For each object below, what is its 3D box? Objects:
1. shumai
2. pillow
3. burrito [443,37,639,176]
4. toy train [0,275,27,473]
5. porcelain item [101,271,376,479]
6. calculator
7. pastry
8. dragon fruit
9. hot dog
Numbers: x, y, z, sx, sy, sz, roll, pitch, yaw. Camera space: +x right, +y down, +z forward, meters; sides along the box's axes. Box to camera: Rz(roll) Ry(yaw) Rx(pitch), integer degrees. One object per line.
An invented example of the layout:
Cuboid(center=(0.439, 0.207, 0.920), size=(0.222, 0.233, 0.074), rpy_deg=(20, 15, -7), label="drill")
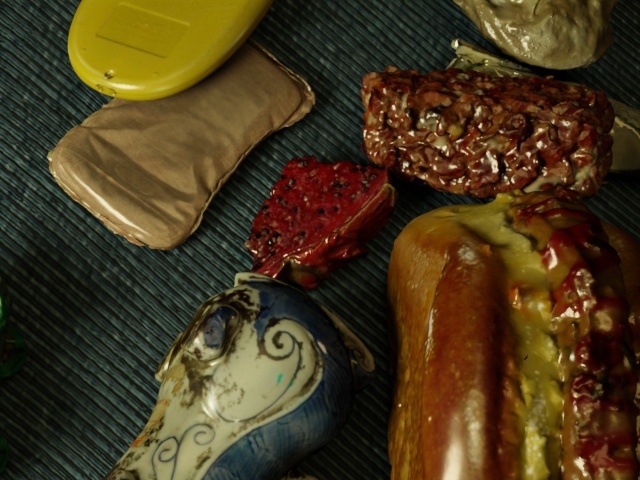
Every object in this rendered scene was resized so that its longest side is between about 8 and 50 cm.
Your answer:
Cuboid(center=(0.182, -0.253, 1.262), size=(0.161, 0.153, 0.210), rpy_deg=(-1, 49, -9), label="shumai")
Cuboid(center=(-0.112, -0.091, 1.209), size=(0.135, 0.034, 0.211), rpy_deg=(39, 66, 6), label="pillow")
Cuboid(center=(0.208, -0.105, 1.268), size=(0.229, 0.058, 0.063), rpy_deg=(21, 58, -3), label="burrito")
Cuboid(center=(-0.286, 0.096, 1.058), size=(0.136, 0.091, 0.228), rpy_deg=(6, 65, 3), label="toy train")
Cuboid(center=(-0.055, 0.169, 1.045), size=(0.186, 0.138, 0.288), rpy_deg=(32, 64, -7), label="porcelain item")
Cuboid(center=(-0.116, -0.203, 1.239), size=(0.146, 0.032, 0.235), rpy_deg=(19, 57, 18), label="calculator")
Cuboid(center=(0.133, -0.083, 1.206), size=(0.208, 0.115, 0.097), rpy_deg=(6, 106, 0), label="pastry")
Cuboid(center=(0.001, 0.001, 1.189), size=(0.097, 0.063, 0.131), rpy_deg=(15, 63, 29), label="dragon fruit")
Cuboid(center=(0.147, 0.132, 1.053), size=(0.185, 0.223, 0.405), rpy_deg=(3, 64, -7), label="hot dog")
